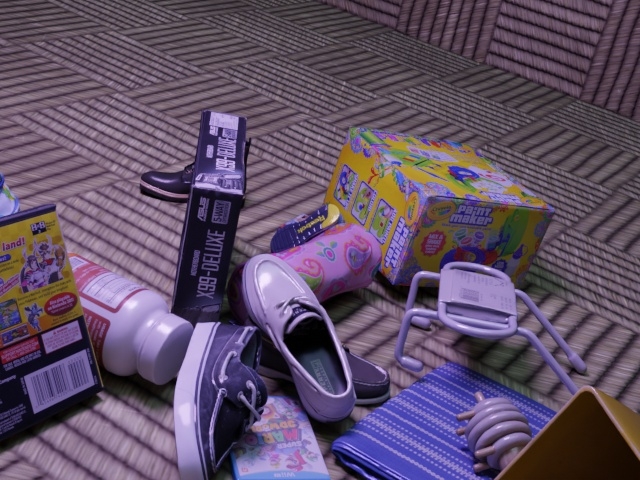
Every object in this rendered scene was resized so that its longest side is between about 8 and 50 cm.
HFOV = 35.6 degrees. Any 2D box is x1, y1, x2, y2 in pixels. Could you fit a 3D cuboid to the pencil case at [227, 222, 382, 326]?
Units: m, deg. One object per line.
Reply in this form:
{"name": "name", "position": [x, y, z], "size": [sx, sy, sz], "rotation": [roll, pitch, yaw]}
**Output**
{"name": "pencil case", "position": [-0.022, 0.058, 1.569], "size": [0.124, 0.124, 0.284], "rotation": [28, 30, 27]}

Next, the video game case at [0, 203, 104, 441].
{"name": "video game case", "position": [-0.392, 0.108, 1.160], "size": [0.035, 0.248, 0.275], "rotation": [-5, 11, 37]}

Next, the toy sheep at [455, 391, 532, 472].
{"name": "toy sheep", "position": [0.223, 0.244, 1.269], "size": [0.091, 0.091, 0.132], "rotation": [1, 44, -24]}

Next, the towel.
{"name": "towel", "position": [0.195, 0.275, 1.340], "size": [0.243, 0.040, 0.336], "rotation": [26, 27, 27]}

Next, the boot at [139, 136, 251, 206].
{"name": "boot", "position": [-0.228, -0.143, 1.840], "size": [0.197, 0.137, 0.077], "rotation": [6, 27, -13]}

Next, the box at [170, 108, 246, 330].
{"name": "box", "position": [-0.171, -0.034, 1.534], "size": [0.076, 0.243, 0.307], "rotation": [10, 27, -8]}

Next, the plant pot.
{"name": "plant pot", "position": [0.341, 0.319, 1.108], "size": [0.187, 0.212, 0.212], "rotation": [17, 30, -35]}

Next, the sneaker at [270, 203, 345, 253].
{"name": "sneaker", "position": [-0.019, -0.008, 1.723], "size": [0.059, 0.144, 0.053], "rotation": [39, 32, -54]}

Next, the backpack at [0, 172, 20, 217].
{"name": "backpack", "position": [-0.529, 0.028, 1.227], "size": [0.290, 0.273, 0.355], "rotation": [6, 10, 39]}

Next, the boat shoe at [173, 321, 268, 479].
{"name": "boat shoe", "position": [-0.117, 0.196, 1.235], "size": [0.102, 0.108, 0.301], "rotation": [-4, 23, 3]}

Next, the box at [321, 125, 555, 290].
{"name": "box", "position": [0.206, -0.057, 1.798], "size": [0.289, 0.177, 0.279], "rotation": [5, 26, -32]}

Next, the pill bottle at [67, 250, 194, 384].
{"name": "pill bottle", "position": [-0.283, 0.107, 1.336], "size": [0.216, 0.121, 0.121], "rotation": [24, 28, 20]}

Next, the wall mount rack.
{"name": "wall mount rack", "position": [0.274, 0.143, 1.501], "size": [0.304, 0.131, 0.350], "rotation": [12, 15, 6]}

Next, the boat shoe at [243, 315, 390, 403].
{"name": "boat shoe", "position": [-0.006, 0.167, 1.407], "size": [0.227, 0.069, 0.081], "rotation": [16, 26, 4]}

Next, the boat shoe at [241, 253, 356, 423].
{"name": "boat shoe", "position": [-0.030, 0.117, 1.345], "size": [0.096, 0.088, 0.268], "rotation": [-16, 61, -16]}

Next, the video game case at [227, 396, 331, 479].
{"name": "video game case", "position": [-0.064, 0.254, 1.269], "size": [0.119, 0.015, 0.166], "rotation": [4, 28, -18]}

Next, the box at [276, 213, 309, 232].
{"name": "box", "position": [0.000, 0.000, 1.790], "size": [0.137, 0.027, 0.094], "rotation": [25, 27, 22]}
